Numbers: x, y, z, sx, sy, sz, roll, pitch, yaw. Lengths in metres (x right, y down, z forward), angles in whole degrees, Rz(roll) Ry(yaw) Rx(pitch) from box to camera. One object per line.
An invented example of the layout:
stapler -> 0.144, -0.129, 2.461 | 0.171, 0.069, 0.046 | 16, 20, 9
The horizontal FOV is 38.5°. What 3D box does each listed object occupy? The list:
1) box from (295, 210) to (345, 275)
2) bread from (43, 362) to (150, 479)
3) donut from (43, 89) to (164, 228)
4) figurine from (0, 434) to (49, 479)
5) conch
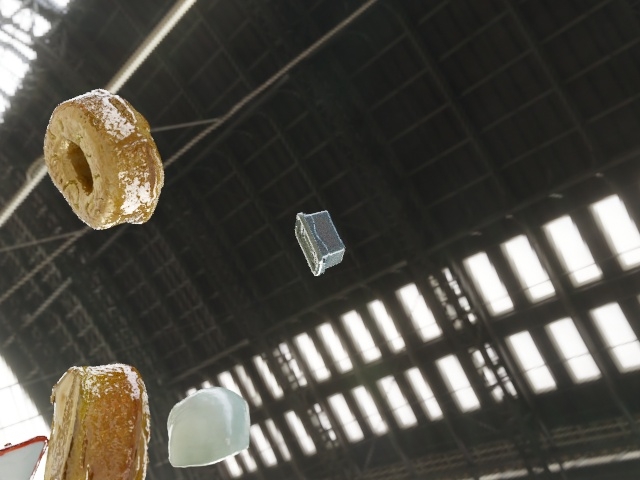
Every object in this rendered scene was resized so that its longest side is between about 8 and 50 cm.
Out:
box -> 0.000, 0.000, 1.537 | 0.074, 0.054, 0.099 | 98, -30, -62
bread -> -0.330, 0.315, 1.362 | 0.195, 0.142, 0.270 | -3, -104, 63
donut -> -0.345, -0.127, 1.456 | 0.226, 0.114, 0.226 | 25, -54, 39
figurine -> -0.512, 0.276, 1.181 | 0.226, 0.183, 0.160 | 29, -78, 18
conch -> -0.224, 0.365, 1.782 | 0.121, 0.185, 0.221 | 50, -15, -18
